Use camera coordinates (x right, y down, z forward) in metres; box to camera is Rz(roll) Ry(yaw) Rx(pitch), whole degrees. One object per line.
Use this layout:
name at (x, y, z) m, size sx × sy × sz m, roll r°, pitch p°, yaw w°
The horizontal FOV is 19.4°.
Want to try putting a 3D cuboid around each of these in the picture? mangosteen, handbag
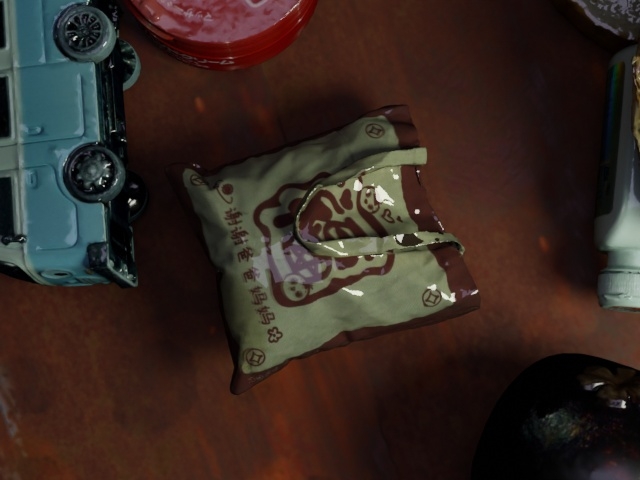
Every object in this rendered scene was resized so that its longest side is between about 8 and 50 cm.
mangosteen at (0.239, 0.221, 1.592) m, size 0.243 × 0.243 × 0.243 m, roll 0°, pitch 82°, yaw 2°
handbag at (0.000, 0.000, 1.661) m, size 0.235 × 0.127 × 0.213 m, roll -18°, pitch 80°, yaw -3°

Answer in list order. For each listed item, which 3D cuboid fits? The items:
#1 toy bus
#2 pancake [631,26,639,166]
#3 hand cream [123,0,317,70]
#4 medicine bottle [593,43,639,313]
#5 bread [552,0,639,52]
toy bus at (-0.248, -0.089, 1.679) m, size 0.164 × 0.133 × 0.271 m, roll -6°, pitch 80°, yaw 6°
pancake at (0.400, -0.122, 1.629) m, size 0.356 × 0.065 × 0.356 m, roll 2°, pitch 86°, yaw -34°
hand cream at (-0.091, -0.255, 1.699) m, size 0.193 × 0.125 × 0.193 m, roll 0°, pitch 82°, yaw 3°
medicine bottle at (0.287, -0.051, 1.662) m, size 0.083 × 0.121 × 0.229 m, roll 5°, pitch 83°, yaw 2°
bread at (0.317, -0.277, 1.719) m, size 0.236 × 0.070 × 0.236 m, roll 0°, pitch 83°, yaw 2°
